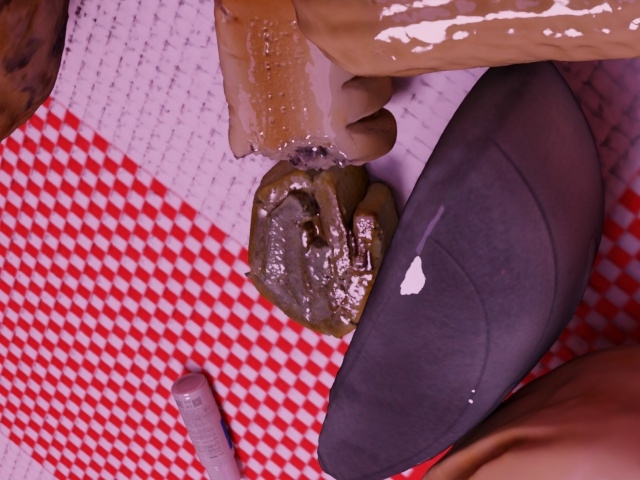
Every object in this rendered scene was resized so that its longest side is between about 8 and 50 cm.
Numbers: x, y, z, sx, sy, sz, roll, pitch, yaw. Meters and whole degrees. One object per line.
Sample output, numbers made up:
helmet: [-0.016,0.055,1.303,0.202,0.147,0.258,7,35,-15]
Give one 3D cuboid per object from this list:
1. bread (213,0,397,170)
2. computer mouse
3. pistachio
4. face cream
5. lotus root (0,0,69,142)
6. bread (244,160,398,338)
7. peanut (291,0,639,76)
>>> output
bread: [-0.008,-0.121,1.077,0.119,0.084,0.177,9,119,30]
computer mouse: [0.100,0.040,1.053,0.122,0.188,0.371,32,140,9]
pistachio: [0.188,0.195,1.092,0.238,0.229,0.321,18,152,-9]
face cream: [-0.099,0.181,1.453,0.034,0.034,0.130,5,125,37]
lotus root: [-0.319,-0.159,1.164,0.316,0.316,0.250,26,152,21]
bread: [0.000,0.000,1.194,0.117,0.064,0.156,23,137,22]
peanut: [0.126,-0.168,0.888,0.318,0.147,0.148,-5,120,32]
